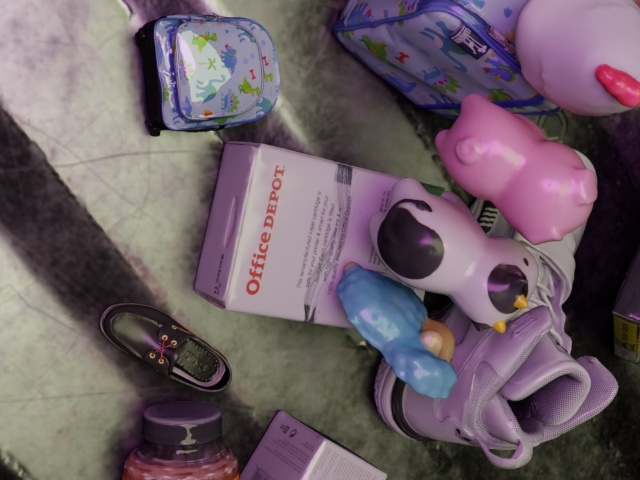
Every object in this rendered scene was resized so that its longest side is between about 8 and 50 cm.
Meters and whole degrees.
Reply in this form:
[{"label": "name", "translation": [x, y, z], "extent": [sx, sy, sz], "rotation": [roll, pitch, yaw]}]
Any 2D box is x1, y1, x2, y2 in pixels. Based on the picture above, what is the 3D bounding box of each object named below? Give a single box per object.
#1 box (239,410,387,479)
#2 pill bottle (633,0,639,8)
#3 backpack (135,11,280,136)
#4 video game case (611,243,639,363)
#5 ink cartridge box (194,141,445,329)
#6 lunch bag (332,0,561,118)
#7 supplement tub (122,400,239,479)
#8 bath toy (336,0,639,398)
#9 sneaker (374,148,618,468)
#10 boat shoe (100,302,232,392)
[{"label": "box", "translation": [-0.013, 0.237, 0.870], "extent": [0.087, 0.101, 0.102], "rotation": [37, 79, -27]}, {"label": "pill bottle", "translation": [0.292, -0.291, 0.958], "extent": [0.221, 0.121, 0.121], "rotation": [-12, 101, -26]}, {"label": "backpack", "translation": [-0.092, -0.148, 0.794], "extent": [0.114, 0.084, 0.105], "rotation": [-10, 103, -29]}, {"label": "video game case", "translation": [0.394, -0.010, 1.011], "extent": [0.275, 0.035, 0.248], "rotation": [-65, 156, -8]}, {"label": "ink cartridge box", "translation": [0.000, 0.000, 0.857], "extent": [0.208, 0.087, 0.153], "rotation": [12, 91, -29]}, {"label": "lunch bag", "translation": [0.128, -0.183, 0.828], "extent": [0.176, 0.219, 0.090], "rotation": [31, 82, -28]}, {"label": "supplement tub", "translation": [-0.126, 0.249, 0.811], "extent": [0.106, 0.106, 0.198], "rotation": [-1, 97, -28]}, {"label": "bath toy", "translation": [0.154, -0.035, 0.728], "extent": [0.151, 0.129, 0.348], "rotation": [18, 119, -25]}, {"label": "sneaker", "translation": [0.220, 0.063, 0.910], "extent": [0.137, 0.210, 0.366], "rotation": [41, 77, -26]}, {"label": "boat shoe", "translation": [-0.138, 0.097, 0.824], "extent": [0.133, 0.042, 0.049], "rotation": [34, 82, -25]}]
